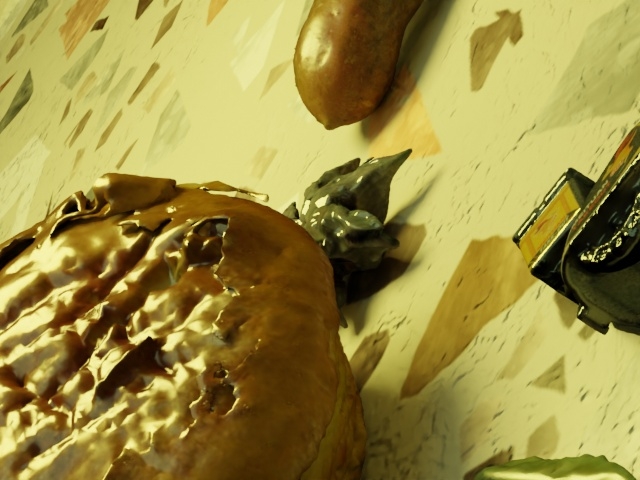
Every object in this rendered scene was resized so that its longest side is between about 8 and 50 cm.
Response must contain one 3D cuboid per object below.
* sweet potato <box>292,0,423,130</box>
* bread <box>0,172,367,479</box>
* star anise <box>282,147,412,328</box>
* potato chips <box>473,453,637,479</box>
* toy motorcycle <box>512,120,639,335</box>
[{"bbox_3d":[0.059,-0.222,1.573,0.291,0.097,0.097,-60,23,-12],"label":"sweet potato"},{"bbox_3d":[-0.133,0.133,1.249,0.337,0.204,0.358,-12,46,13],"label":"bread"},{"bbox_3d":[0.000,0.000,1.428,0.180,0.061,0.204,-59,22,-7],"label":"star anise"},{"bbox_3d":[0.025,0.243,0.899,0.373,0.097,0.389,-25,19,-4],"label":"potato chips"},{"bbox_3d":[0.219,-0.060,1.030,0.263,0.091,0.157,-52,18,16],"label":"toy motorcycle"}]
